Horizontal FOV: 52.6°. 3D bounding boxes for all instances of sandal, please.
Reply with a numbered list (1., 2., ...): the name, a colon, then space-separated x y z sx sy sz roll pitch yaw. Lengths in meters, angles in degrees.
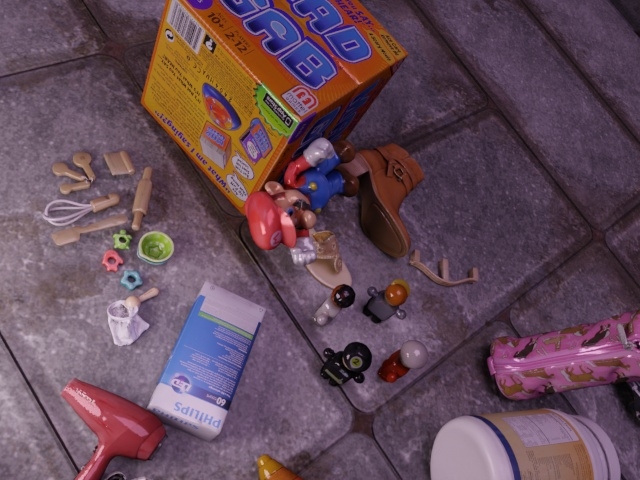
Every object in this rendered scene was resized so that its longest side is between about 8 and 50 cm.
1. sandal: -0.004 0.003 1.425 0.088 0.079 0.240 -33 81 -36

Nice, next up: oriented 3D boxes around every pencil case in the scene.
1. pencil case: 0.552 0.247 1.379 0.167 0.386 0.160 48 48 -17

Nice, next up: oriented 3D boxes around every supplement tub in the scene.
1. supplement tub: 0.403 0.455 1.281 0.316 0.228 0.229 3 62 -25

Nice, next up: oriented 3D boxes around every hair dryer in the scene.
1. hair dryer: -0.356 0.359 1.052 0.223 0.080 0.294 -10 68 -30

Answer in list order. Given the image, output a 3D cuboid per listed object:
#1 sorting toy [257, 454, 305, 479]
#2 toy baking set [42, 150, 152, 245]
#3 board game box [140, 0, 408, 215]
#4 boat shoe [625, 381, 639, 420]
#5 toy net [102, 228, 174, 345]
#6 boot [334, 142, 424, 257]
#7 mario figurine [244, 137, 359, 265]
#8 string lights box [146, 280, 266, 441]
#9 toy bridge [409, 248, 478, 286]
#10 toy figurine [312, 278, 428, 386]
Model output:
1. sorting toy: -0.162 0.472 1.062 0.365 0.127 0.126 -23 69 -35
2. toy baking set: -0.438 -0.082 1.287 0.196 0.030 0.256 5 53 -14
3. board game box: -0.111 -0.348 1.396 0.356 0.356 0.356 47 54 4
4. boat shoe: 0.804 0.391 1.605 0.114 0.091 0.303 35 33 -64
5. toy net: -0.361 0.081 1.226 0.122 0.045 0.232 19 57 -16
6. boot: 0.177 -0.108 1.577 0.220 0.109 0.283 -25 69 -39
7. mario figurine: -0.013 -0.079 1.325 0.198 0.170 0.320 53 50 -7
8. string lights box: -0.209 0.220 1.204 0.133 0.077 0.260 27 55 -10
9. toy bridge: 0.297 0.076 1.567 0.188 0.026 0.063 16 58 -17
10. toy figurine: 0.099 0.187 1.330 0.212 0.148 0.210 3 62 -24
